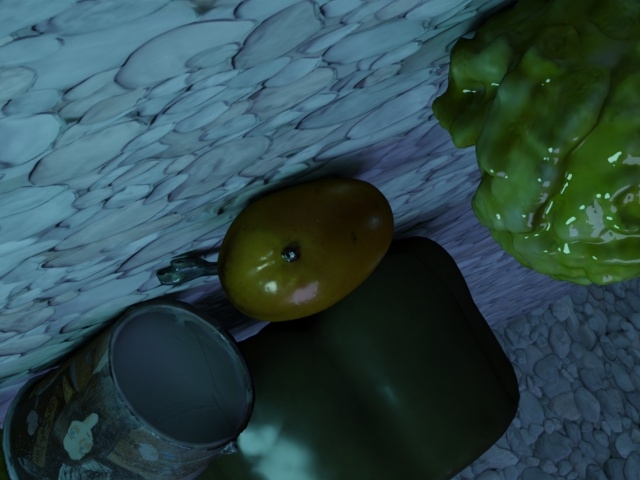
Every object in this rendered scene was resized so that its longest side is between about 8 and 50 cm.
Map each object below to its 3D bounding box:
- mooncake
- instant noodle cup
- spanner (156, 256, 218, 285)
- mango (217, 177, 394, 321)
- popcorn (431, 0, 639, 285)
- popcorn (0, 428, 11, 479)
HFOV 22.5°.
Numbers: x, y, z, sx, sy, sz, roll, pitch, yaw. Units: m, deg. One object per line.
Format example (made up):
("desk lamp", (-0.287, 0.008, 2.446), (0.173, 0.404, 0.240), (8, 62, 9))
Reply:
("mooncake", (0.007, 0.201, 1.968), (0.467, 0.262, 0.467), (-33, -178, 1))
("instant noodle cup", (-0.192, 0.184, 1.682), (0.217, 0.217, 0.207), (-16, 160, -45))
("spanner", (-0.054, 0.025, 1.585), (0.254, 0.015, 0.054), (-3, 160, -44))
("mango", (-0.007, 0.001, 1.439), (0.145, 0.112, 0.219), (-31, -179, 31))
("popcorn", (0.193, -0.089, 1.165), (0.212, 0.259, 0.259), (20, 140, -42))
("popcorn", (-0.408, 0.309, 1.722), (0.235, 0.241, 0.250), (-26, -170, 9))
